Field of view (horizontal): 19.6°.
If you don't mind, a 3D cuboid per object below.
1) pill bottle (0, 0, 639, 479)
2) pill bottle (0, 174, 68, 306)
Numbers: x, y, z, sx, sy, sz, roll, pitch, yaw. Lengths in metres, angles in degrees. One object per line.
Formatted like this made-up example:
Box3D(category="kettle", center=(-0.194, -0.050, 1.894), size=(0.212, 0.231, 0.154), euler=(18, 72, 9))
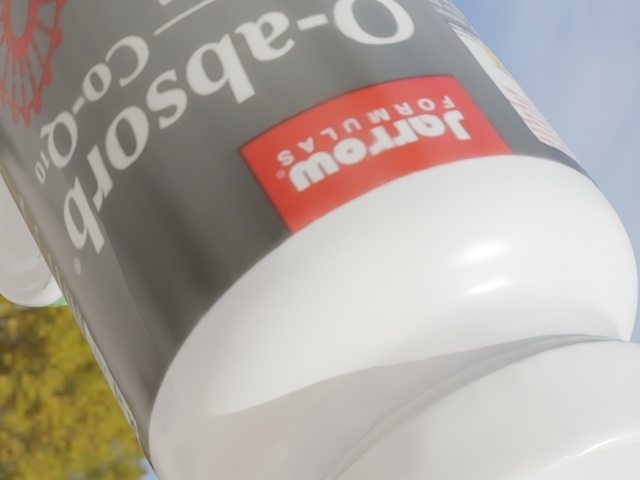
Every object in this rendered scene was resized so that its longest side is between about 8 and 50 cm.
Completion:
Box3D(category="pill bottle", center=(0.000, 0.000, 0.766), size=(0.363, 0.210, 0.210), euler=(57, -39, 35))
Box3D(category="pill bottle", center=(-0.141, -0.014, 1.513), size=(0.136, 0.245, 0.136), euler=(-2, -93, 48))
